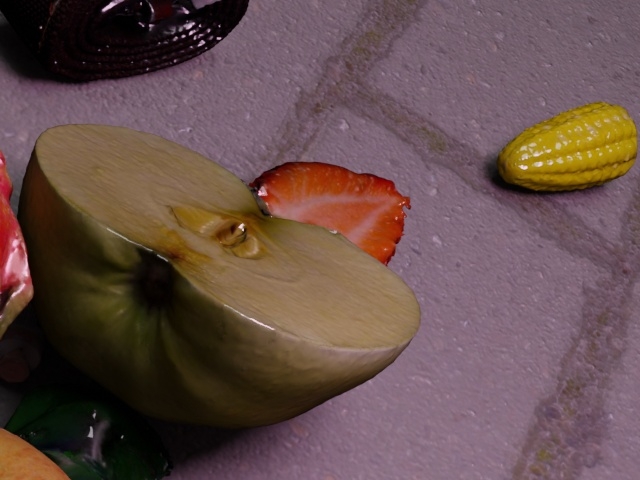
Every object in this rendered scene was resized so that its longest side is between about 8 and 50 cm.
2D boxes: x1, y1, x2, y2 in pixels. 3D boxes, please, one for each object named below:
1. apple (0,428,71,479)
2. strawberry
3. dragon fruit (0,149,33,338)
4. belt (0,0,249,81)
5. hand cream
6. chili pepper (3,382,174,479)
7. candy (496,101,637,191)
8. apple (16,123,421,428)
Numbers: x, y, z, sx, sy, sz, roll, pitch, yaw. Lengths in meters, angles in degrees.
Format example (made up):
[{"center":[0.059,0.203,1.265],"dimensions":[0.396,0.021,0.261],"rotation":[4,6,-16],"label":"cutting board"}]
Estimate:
[{"center":[-0.277,0.255,1.443],"dimensions":[0.261,0.261,0.194],"rotation":[50,16,18],"label":"apple"},{"center":[-0.009,-0.012,2.027],"dimensions":[0.174,0.098,0.228],"rotation":[38,36,3],"label":"strawberry"},{"center":[-0.365,0.006,1.638],"dimensions":[0.237,0.231,0.302],"rotation":[-28,56,-23],"label":"dragon fruit"},{"center":[-0.214,-0.282,2.095],"dimensions":[0.289,0.184,0.164],"rotation":[-12,52,-48],"label":"belt"},{"center":[-0.270,0.053,1.824],"dimensions":[0.067,0.043,0.209],"rotation":[26,34,-14],"label":"hand cream"},{"center":[-0.222,0.204,1.637],"dimensions":[0.148,0.116,0.264],"rotation":[34,38,3],"label":"chili pepper"},{"center":[0.287,-0.103,2.332],"dimensions":[0.199,0.094,0.106],"rotation":[-17,26,-39],"label":"candy"},{"center":[-0.105,0.021,1.750],"dimensions":[0.360,0.320,0.311],"rotation":[-28,103,-70],"label":"apple"}]
